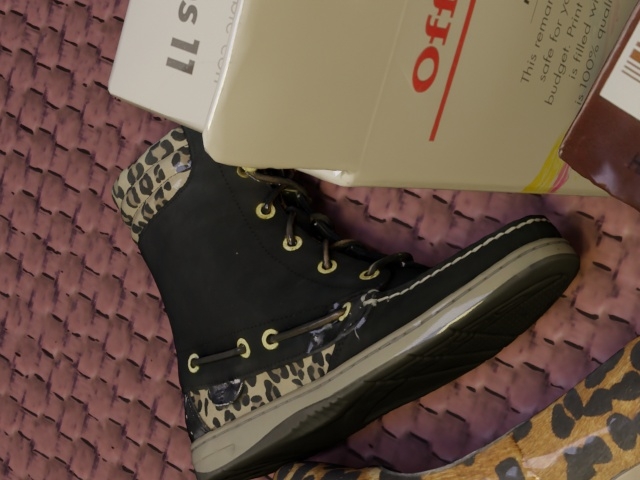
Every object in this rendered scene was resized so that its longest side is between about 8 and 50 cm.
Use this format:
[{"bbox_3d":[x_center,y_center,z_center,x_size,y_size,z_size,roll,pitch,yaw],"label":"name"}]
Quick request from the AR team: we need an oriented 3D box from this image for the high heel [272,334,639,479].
[{"bbox_3d":[0.096,0.083,0.791,0.261,0.093,0.186,13,83,40],"label":"high heel"}]

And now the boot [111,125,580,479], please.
[{"bbox_3d":[-0.002,0.000,0.848,0.236,0.085,0.178,-34,69,31],"label":"boot"}]

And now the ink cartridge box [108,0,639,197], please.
[{"bbox_3d":[0.051,-0.129,0.644,0.119,0.353,0.207,22,102,33],"label":"ink cartridge box"}]

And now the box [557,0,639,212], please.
[{"bbox_3d":[0.227,-0.056,0.610,0.167,0.203,0.168,36,110,30],"label":"box"}]
